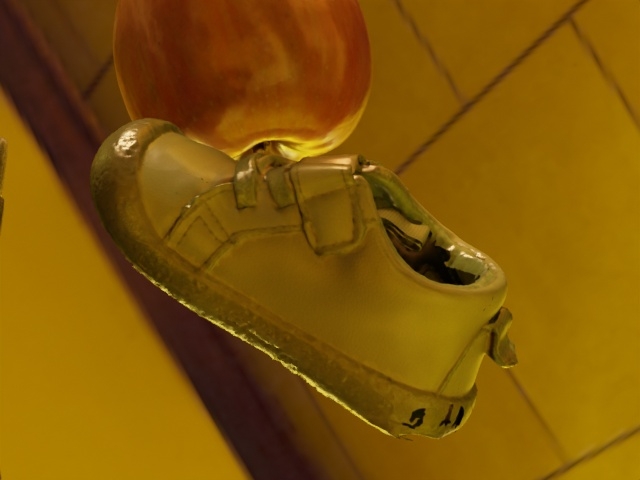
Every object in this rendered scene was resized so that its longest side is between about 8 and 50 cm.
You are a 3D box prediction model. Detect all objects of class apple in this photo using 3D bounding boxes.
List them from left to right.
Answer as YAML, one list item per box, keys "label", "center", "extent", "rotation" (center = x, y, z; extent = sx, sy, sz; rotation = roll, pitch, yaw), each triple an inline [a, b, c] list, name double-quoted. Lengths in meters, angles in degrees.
- label: "apple"
  center: [-0.079, -0.184, 1.636]
  extent: [0.242, 0.242, 0.241]
  rotation: [-39, 61, 54]

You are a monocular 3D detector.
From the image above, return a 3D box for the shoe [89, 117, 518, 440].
- label: "shoe"
  center: [-0.004, 0.006, 0.997]
  extent: [0.262, 0.128, 0.140]
  rotation: [39, -174, 6]

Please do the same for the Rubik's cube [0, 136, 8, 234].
- label: "Rubik's cube"
  center: [-0.449, 0.045, 1.657]
  extent: [0.256, 0.259, 0.253]
  rotation: [122, 153, -56]
